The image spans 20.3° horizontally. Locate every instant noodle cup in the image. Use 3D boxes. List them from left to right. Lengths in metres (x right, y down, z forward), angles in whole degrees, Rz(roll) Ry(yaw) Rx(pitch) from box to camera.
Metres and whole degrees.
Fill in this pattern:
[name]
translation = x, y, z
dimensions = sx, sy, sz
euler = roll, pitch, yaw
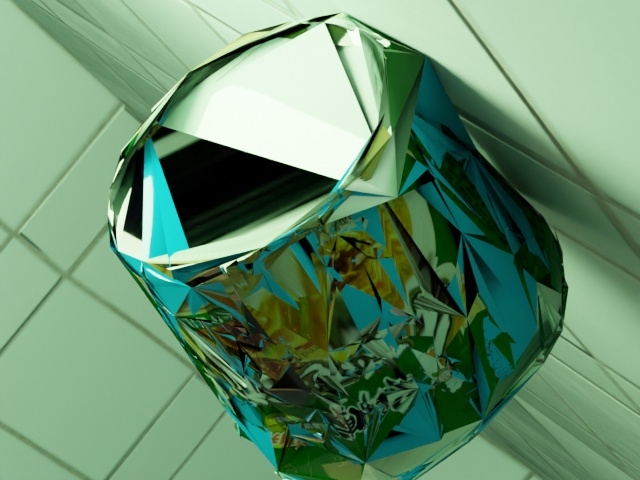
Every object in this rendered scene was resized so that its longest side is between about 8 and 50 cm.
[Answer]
[instant noodle cup]
translation = 0.000, 0.000, 1.014
dimensions = 0.240, 0.240, 0.178
euler = 34, 167, 50
